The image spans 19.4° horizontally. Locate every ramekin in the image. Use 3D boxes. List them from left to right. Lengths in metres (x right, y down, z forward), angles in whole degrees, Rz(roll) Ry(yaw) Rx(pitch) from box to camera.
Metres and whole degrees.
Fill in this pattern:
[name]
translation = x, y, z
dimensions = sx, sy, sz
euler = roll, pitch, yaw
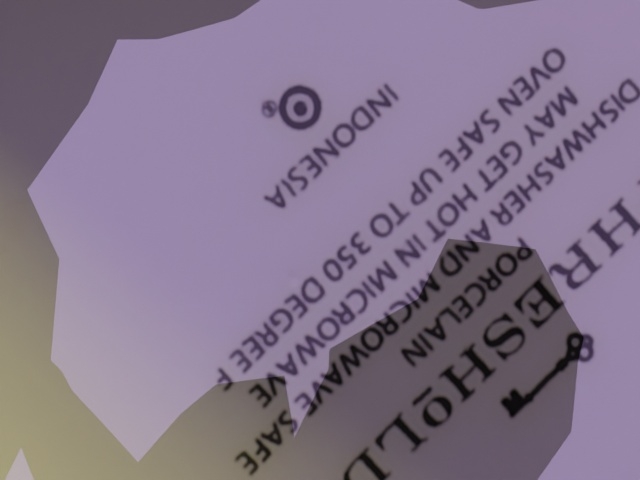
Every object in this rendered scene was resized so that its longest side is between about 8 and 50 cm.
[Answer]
[ramekin]
translation = 0.000, 0.000, 0.372
dimensions = 0.273, 0.127, 0.273
euler = -1, 94, -13
